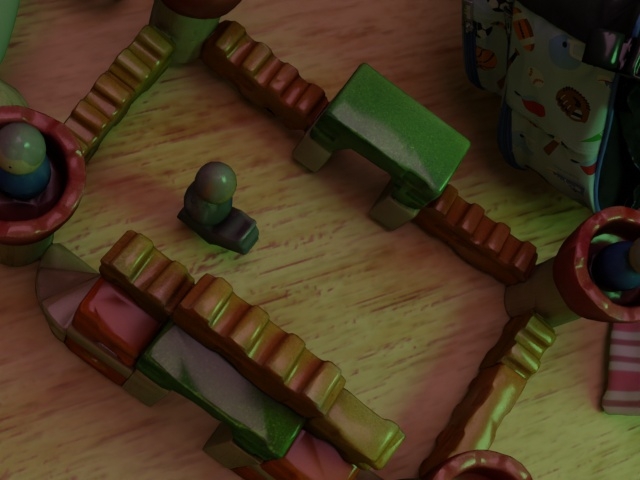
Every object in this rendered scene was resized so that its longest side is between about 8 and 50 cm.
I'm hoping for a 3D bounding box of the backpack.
[{"bbox_3d":[0.235,-0.155,0.790,0.276,0.263,0.213,-36,52,-21],"label":"backpack"}]

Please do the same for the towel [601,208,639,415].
[{"bbox_3d":[0.293,0.045,0.813,0.029,0.144,0.197,22,69,-31],"label":"towel"}]

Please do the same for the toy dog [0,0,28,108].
[{"bbox_3d":[-0.282,-0.199,0.734,0.161,0.220,0.333,12,60,23],"label":"toy dog"}]

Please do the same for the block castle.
[{"bbox_3d":[0.000,0.000,0.706,0.453,0.213,0.303,37,69,-5],"label":"block castle"}]
